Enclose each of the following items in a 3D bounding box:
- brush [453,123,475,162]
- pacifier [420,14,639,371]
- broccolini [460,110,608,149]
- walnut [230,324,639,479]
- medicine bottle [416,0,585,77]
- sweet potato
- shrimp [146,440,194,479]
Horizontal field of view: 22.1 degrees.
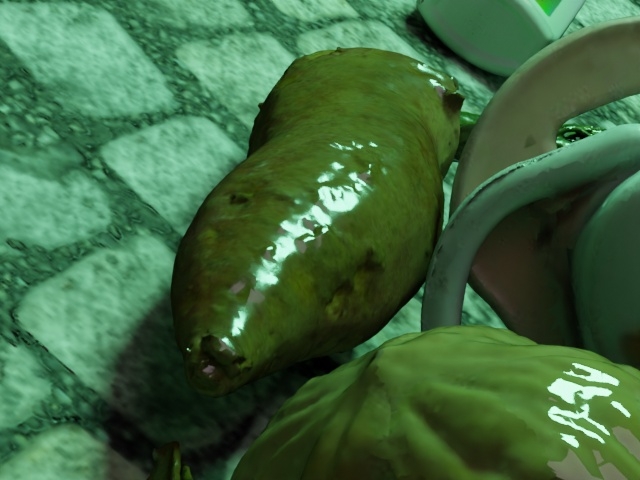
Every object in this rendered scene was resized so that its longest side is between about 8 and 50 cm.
[{"bbox_3d":[0.083,-0.064,1.045,0.070,0.021,0.196,21,-4,-21],"label":"brush"},{"bbox_3d":[0.202,0.038,0.929,0.273,0.220,0.332,-19,89,-60],"label":"pacifier"},{"bbox_3d":[0.154,-0.080,1.225,0.239,0.054,0.051,14,50,-27],"label":"broccolini"},{"bbox_3d":[0.071,0.152,0.622,0.261,0.225,0.225,64,24,-20],"label":"walnut"},{"bbox_3d":[0.163,-0.214,1.385,0.115,0.078,0.219,34,30,3],"label":"medicine bottle"},{"bbox_3d":[-0.002,0.002,0.882,0.131,0.131,0.337,31,30,-5],"label":"sweet potato"},{"bbox_3d":[-0.092,0.160,0.638,0.145,0.061,0.267,22,33,-2],"label":"shrimp"}]
